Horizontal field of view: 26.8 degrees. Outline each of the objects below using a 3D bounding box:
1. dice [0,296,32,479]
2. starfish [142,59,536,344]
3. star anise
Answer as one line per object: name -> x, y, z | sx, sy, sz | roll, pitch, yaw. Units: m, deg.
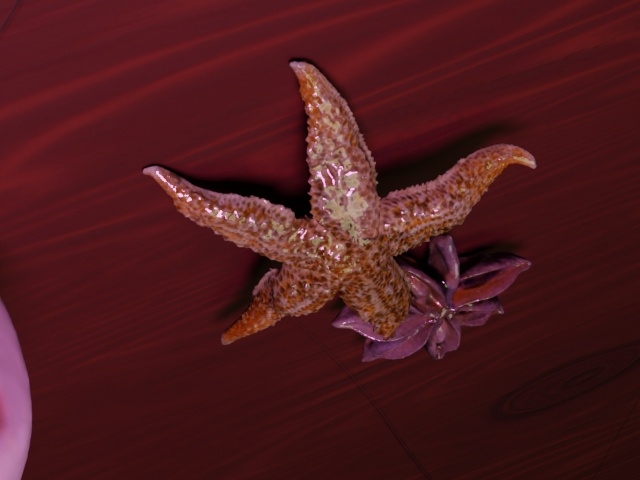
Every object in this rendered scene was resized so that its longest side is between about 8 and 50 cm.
dice -> -0.413, 0.136, 0.948 | 0.304, 0.277, 0.304 | -36, 147, 21
starfish -> -0.001, 0.002, 1.205 | 0.358, 0.078, 0.347 | 6, 136, -29
star anise -> 0.110, 0.068, 1.435 | 0.212, 0.073, 0.197 | 14, 128, -44
